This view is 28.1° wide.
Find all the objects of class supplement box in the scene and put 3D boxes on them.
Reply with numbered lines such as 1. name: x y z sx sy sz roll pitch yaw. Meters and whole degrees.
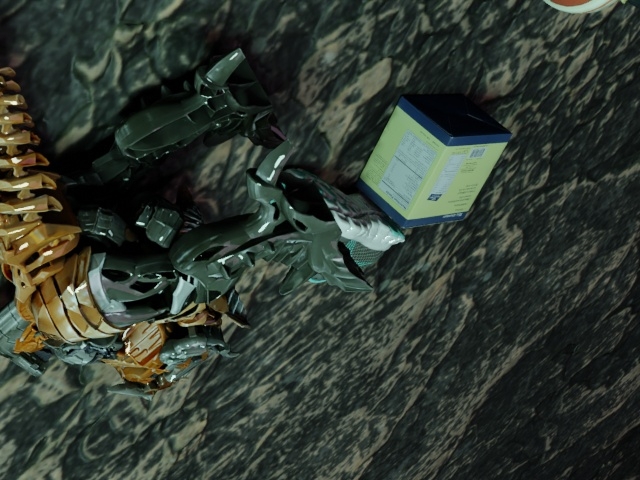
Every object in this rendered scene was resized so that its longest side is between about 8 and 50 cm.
1. supplement box: 0.086 -0.061 0.974 0.083 0.056 0.083 -8 134 -48

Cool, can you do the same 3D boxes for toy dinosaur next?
1. toy dinosaur: -0.104 0.007 0.732 0.218 0.164 0.322 -28 172 0

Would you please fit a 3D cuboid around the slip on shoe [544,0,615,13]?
1. slip on shoe: 0.154 -0.282 0.721 0.101 0.123 0.331 -19 134 -27

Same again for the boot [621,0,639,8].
1. boot: 0.225 -0.204 0.927 0.236 0.085 0.178 -8 177 -2

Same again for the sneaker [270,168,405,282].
1. sneaker: 0.000 0.000 0.937 0.076 0.065 0.166 -48 150 13
